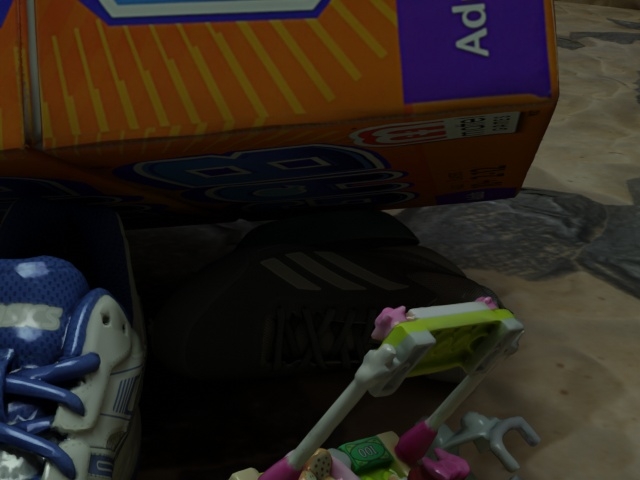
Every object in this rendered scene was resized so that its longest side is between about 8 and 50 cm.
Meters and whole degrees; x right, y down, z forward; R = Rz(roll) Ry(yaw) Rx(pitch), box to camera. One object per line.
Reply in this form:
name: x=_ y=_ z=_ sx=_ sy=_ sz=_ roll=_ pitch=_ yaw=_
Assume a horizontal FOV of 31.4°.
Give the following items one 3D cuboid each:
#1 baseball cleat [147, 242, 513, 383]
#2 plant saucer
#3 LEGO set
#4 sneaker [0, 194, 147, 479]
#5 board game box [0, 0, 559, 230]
baseball cleat: x=0.018 y=0.041 z=0.595 sx=0.206 sy=0.072 sz=0.109 roll=-12 pitch=26 yaw=-38
plant saucer: x=0.000 y=0.000 z=0.692 sx=0.119 sy=0.021 sz=0.119 roll=-8 pitch=-8 yaw=-1
LEGO set: x=0.021 y=0.098 z=0.325 sx=0.132 sy=0.107 sz=0.287 roll=40 pitch=25 yaw=5
sneaker: x=-0.116 y=0.075 z=0.379 sx=0.111 sy=0.131 sz=0.296 roll=4 pitch=21 yaw=-8
board game box: x=-0.085 y=-0.196 z=0.570 sx=0.356 sy=0.357 sz=0.356 roll=-5 pitch=-4 yaw=8
